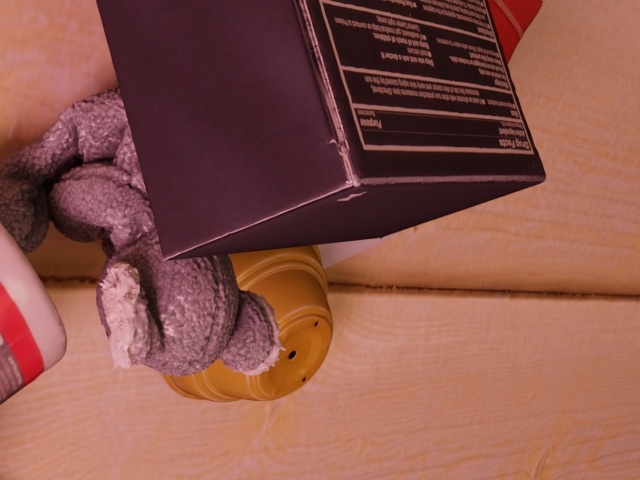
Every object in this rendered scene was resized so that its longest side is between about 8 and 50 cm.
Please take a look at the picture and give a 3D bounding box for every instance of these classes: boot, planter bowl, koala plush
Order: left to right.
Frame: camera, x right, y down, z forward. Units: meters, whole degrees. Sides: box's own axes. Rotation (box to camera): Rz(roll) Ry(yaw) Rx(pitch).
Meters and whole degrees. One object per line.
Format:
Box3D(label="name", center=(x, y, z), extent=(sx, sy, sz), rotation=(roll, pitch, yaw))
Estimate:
Box3D(label="koala plush", center=(-0.130, 0.010, 0.816), extent=(0.203, 0.221, 0.196), rotation=(-40, 145, 25))
Box3D(label="planter bowl", center=(-0.053, 0.098, 1.072), extent=(0.217, 0.090, 0.217), rotation=(-27, 135, -31))
Box3D(label="boot", center=(0.150, -0.237, 1.116), extent=(0.244, 0.088, 0.176), rotation=(13, 103, -52))

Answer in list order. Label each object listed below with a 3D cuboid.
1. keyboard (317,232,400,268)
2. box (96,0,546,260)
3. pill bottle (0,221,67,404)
Box3D(label="keyboard", center=(0.000, 0.000, 1.152), extent=(0.256, 0.014, 0.072), rotation=(-24, 122, -36))
Box3D(label="box", center=(-0.002, -0.153, 0.789), extent=(0.296, 0.182, 0.294), rotation=(-5, 76, -55))
Box3D(label="pill bottle", center=(-0.354, 0.101, 0.719), extent=(0.318, 0.176, 0.176), rotation=(-37, 134, -26))
